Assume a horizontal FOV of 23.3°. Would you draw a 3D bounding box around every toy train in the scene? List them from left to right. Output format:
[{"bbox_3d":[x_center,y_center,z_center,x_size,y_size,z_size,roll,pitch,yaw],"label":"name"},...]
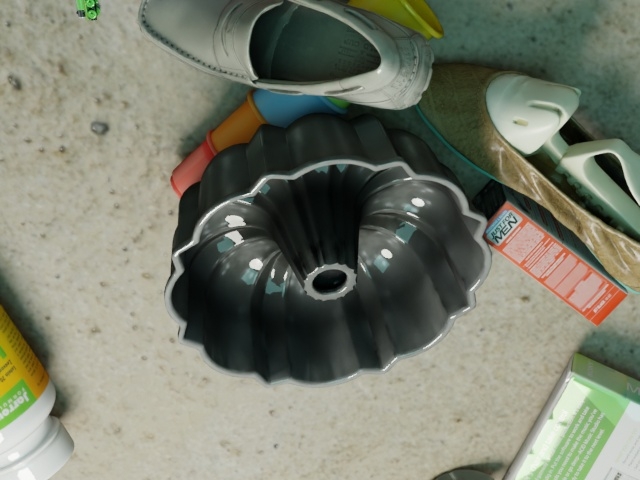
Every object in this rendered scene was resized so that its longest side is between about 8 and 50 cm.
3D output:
[{"bbox_3d":[-0.240,-0.261,1.562,0.024,0.017,0.083,-2,113,12],"label":"toy train"}]

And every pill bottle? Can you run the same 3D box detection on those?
[{"bbox_3d":[-0.371,0.151,1.667,0.136,0.136,0.245,-26,110,11],"label":"pill bottle"}]

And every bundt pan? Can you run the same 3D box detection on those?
[{"bbox_3d":[0.000,0.000,1.566,0.331,0.124,0.330,-7,135,-7],"label":"bundt pan"}]

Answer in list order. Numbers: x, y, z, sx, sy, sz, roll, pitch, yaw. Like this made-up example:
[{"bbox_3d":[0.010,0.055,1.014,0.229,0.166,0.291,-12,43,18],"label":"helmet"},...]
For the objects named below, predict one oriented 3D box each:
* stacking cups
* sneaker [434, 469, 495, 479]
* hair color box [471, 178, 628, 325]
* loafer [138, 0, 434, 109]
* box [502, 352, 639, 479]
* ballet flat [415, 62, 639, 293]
[{"bbox_3d":[-0.026,-0.148,1.573,0.316,0.096,0.096,-37,107,18],"label":"stacking cups"},{"bbox_3d":[0.136,0.310,1.778,0.152,0.053,0.061,-23,120,16],"label":"sneaker"},{"bbox_3d":[0.237,0.009,1.626,0.167,0.093,0.053,38,107,-13],"label":"hair color box"},{"bbox_3d":[-0.047,-0.198,1.476,0.319,0.111,0.112,14,93,27],"label":"loafer"},{"bbox_3d":[0.374,0.290,1.727,0.322,0.058,0.232,25,115,-1],"label":"box"},{"bbox_3d":[0.249,-0.080,1.545,0.342,0.116,0.124,42,147,-1],"label":"ballet flat"}]
